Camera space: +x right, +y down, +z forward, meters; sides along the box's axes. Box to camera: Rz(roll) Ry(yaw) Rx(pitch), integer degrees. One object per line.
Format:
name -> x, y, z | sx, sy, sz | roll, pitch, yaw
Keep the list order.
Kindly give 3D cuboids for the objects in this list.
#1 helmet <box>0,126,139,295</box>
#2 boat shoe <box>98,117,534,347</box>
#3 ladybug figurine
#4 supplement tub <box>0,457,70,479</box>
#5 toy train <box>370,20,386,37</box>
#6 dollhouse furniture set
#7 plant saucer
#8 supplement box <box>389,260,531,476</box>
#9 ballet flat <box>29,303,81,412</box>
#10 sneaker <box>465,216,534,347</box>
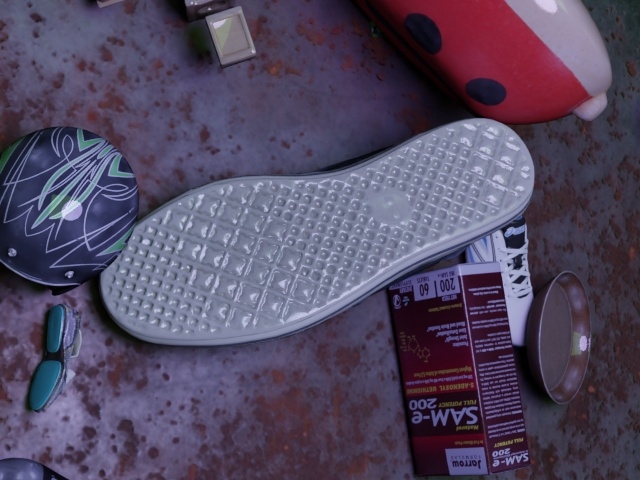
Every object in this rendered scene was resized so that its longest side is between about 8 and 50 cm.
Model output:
helmet -> -0.261, -0.032, 1.177 | 0.169, 0.161, 0.169 | 5, 75, -18
boat shoe -> 0.000, 0.000, 1.328 | 0.500, 0.156, 0.187 | -20, 80, -14
ladybug figurine -> 0.150, -0.290, 1.378 | 0.162, 0.305, 0.449 | -42, 74, 0
supplement tub -> -0.247, 0.333, 1.114 | 0.316, 0.193, 0.194 | 35, 67, -19
toy train -> 0.100, -0.268, 1.504 | 0.083, 0.017, 0.024 | 1, 70, -28
dollhouse furniture set -> -0.177, -0.264, 1.333 | 0.161, 0.101, 0.182 | -18, 91, -5
plant saucer -> 0.300, 0.122, 1.503 | 0.168, 0.029, 0.168 | -3, 93, -57
supplement box -> 0.161, 0.153, 1.396 | 0.073, 0.130, 0.239 | -4, 82, -38
ballet flat -> -0.268, 0.124, 1.229 | 0.041, 0.041, 0.114 | 16, 75, -25
sneaker -> 0.227, 0.020, 1.484 | 0.085, 0.086, 0.237 | -17, 91, -31
